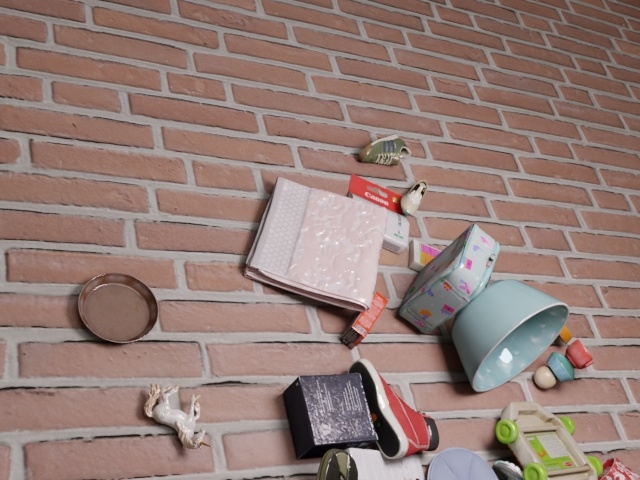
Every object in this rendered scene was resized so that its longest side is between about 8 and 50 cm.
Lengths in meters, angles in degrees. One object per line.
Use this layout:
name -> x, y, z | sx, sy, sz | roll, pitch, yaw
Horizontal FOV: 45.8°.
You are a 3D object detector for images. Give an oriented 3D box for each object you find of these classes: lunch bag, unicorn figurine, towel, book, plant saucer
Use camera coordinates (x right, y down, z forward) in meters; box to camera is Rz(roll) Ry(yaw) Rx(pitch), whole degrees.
lunch bag -> 0.331, 0.094, 1.913 | 0.108, 0.279, 0.224 | 41, 44, -3
unicorn figurine -> -0.278, 0.353, 1.516 | 0.162, 0.060, 0.111 | 17, 48, 2
towel -> 0.000, 0.000, 1.898 | 0.317, 0.053, 0.332 | 17, 50, -3
book -> 0.314, 0.059, 2.102 | 0.144, 0.035, 0.096 | 23, 45, -14
plant saucer -> -0.427, 0.145, 1.598 | 0.168, 0.029, 0.168 | 15, 51, -19

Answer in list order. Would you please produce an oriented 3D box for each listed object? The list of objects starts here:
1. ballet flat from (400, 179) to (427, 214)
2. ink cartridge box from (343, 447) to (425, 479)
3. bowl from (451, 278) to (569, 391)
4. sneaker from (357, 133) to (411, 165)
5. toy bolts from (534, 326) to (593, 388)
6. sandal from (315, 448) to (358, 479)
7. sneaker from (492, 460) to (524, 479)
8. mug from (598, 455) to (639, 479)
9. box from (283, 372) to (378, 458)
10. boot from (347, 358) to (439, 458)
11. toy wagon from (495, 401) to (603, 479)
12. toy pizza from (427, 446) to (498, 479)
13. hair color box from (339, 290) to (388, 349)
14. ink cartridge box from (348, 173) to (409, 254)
ballet flat -> 0.272, -0.131, 2.183 | 0.057, 0.052, 0.168 | 34, 33, -1
ink cartridge box -> 0.142, 0.551, 1.628 | 0.232, 0.066, 0.189 | 23, 44, -43
bowl -> 0.452, 0.215, 1.904 | 0.312, 0.311, 0.163 | -12, 49, -36
sneaker -> 0.199, -0.257, 2.248 | 0.086, 0.064, 0.192 | 46, 43, 15
toy bolts -> 0.616, 0.294, 2.068 | 0.228, 0.158, 0.218 | 59, 9, 32
sandal -> -0.008, 0.560, 1.491 | 0.120, 0.086, 0.302 | 45, 50, -27
sneaker -> 0.456, 0.590, 1.764 | 0.076, 0.065, 0.166 | -32, 74, -38
mug -> 0.761, 0.638, 1.875 | 0.169, 0.113, 0.150 | 42, 44, 8
box -> 0.019, 0.378, 1.641 | 0.158, 0.093, 0.156 | 4, 55, -30
boot -> 0.172, 0.379, 1.741 | 0.176, 0.088, 0.244 | 5, 47, -45
toy wagon -> 0.565, 0.536, 1.803 | 0.267, 0.068, 0.344 | 9, 40, -40
toy pizza -> 0.326, 0.570, 1.720 | 0.201, 0.032, 0.201 | 15, 50, -19
hair color box -> 0.106, 0.194, 1.848 | 0.043, 0.072, 0.141 | 39, 47, 1
ink cartridge box -> 0.162, -0.088, 2.109 | 0.181, 0.056, 0.224 | 23, 50, -14
